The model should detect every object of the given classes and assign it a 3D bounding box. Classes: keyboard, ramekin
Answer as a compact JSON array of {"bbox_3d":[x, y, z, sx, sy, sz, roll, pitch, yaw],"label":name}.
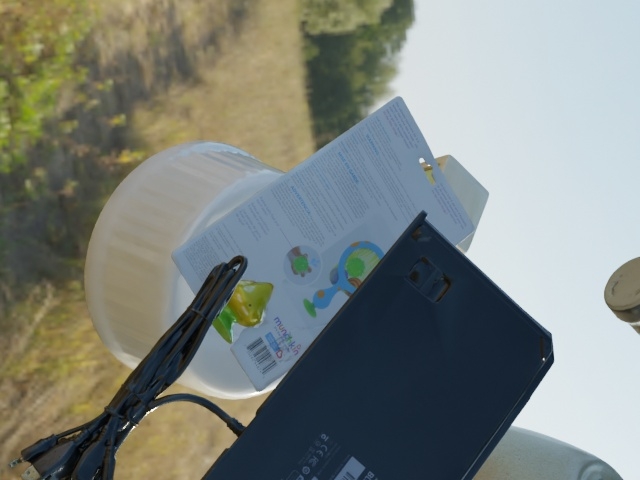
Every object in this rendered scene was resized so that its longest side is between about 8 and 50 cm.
[{"bbox_3d":[-0.029,0.114,0.613,0.201,0.317,0.033,43,-16,-10],"label":"keyboard"},{"bbox_3d":[-0.102,0.038,1.251,0.135,0.277,0.277,19,-57,47],"label":"ramekin"}]

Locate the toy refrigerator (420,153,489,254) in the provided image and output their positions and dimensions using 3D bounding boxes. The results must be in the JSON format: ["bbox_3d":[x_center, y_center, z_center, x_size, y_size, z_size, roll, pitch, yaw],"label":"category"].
[{"bbox_3d":[0.084,-0.026,1.528,0.094,0.269,0.102,41,57,-27],"label":"toy refrigerator"}]

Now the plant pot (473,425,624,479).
[{"bbox_3d":[0.148,0.257,0.889,0.284,0.191,0.284,36,40,-38],"label":"plant pot"}]

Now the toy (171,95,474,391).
[{"bbox_3d":[0.000,0.000,0.954,0.137,0.237,0.056,59,-21,-15],"label":"toy"}]

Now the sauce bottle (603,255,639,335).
[{"bbox_3d":[0.426,0.146,1.220,0.344,0.111,0.111,41,22,-27],"label":"sauce bottle"}]
